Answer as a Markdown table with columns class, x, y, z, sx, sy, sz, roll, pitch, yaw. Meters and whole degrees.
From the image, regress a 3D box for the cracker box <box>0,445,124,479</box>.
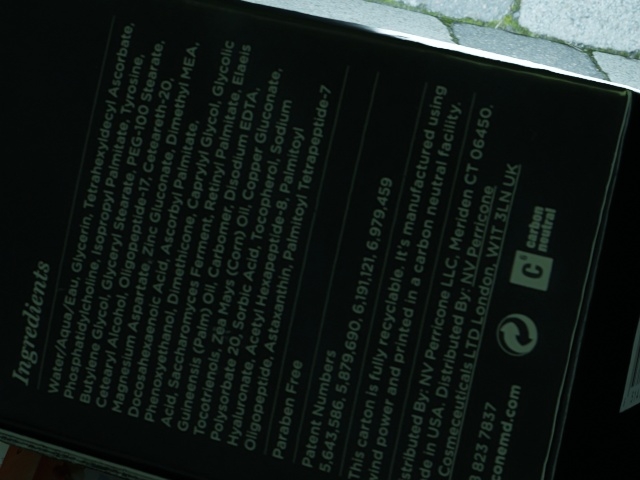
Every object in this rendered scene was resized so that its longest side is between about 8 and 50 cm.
| class | x | y | z | sx | sy | sz | roll | pitch | yaw |
| --- | --- | --- | --- | --- | --- | --- | --- | --- | --- |
| cracker box | -0.129 | 0.235 | 1.376 | 0.232 | 0.067 | 0.155 | 40 | 41 | -22 |

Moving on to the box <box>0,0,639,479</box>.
| class | x | y | z | sx | sy | sz | roll | pitch | yaw |
| --- | --- | --- | --- | --- | --- | --- | --- | --- | --- |
| box | 0.000 | 0.000 | 1.322 | 0.472 | 0.297 | 0.480 | 12 | 5 | 19 |

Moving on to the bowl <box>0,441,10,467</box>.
| class | x | y | z | sx | sy | sz | roll | pitch | yaw |
| --- | --- | --- | --- | --- | --- | --- | --- | --- | --- |
| bowl | -0.252 | 0.216 | 1.464 | 0.298 | 0.134 | 0.298 | 13 | 21 | -5 |
